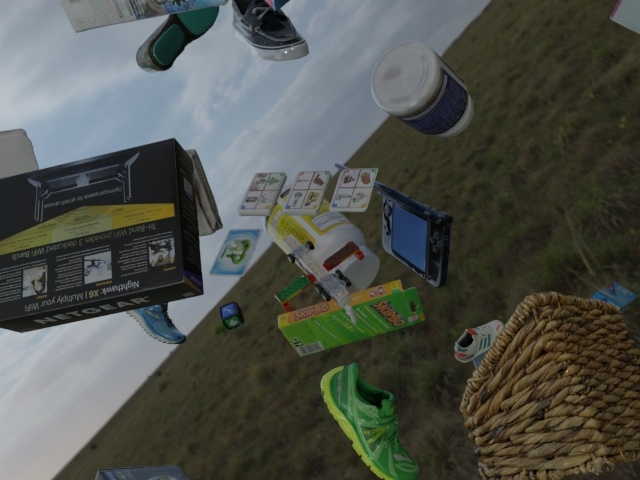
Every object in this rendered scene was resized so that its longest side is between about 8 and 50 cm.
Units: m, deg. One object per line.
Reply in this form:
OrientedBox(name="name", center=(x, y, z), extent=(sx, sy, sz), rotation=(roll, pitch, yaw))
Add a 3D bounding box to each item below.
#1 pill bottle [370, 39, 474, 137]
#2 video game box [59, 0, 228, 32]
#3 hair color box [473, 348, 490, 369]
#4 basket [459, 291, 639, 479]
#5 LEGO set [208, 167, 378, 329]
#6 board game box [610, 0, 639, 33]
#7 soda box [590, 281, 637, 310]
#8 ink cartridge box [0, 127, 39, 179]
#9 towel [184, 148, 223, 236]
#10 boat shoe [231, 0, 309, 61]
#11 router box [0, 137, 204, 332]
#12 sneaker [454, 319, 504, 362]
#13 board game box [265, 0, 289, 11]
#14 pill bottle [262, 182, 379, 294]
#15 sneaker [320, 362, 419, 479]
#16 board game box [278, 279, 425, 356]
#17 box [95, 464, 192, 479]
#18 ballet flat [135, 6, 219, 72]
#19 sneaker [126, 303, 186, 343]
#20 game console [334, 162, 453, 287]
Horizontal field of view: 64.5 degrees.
OrientedBox(name="pill bottle", center=(0.237, -0.320, 1.122), extent=(0.153, 0.153, 0.264), rotation=(-45, -28, 23))
OrientedBox(name="video game box", center=(-0.209, -0.337, 0.518), extent=(0.187, 0.205, 0.048), rotation=(-4, 39, 12))
OrientedBox(name="hair color box", center=(0.570, 0.401, 1.462), extent=(0.185, 0.374, 0.114), rotation=(-21, 54, 15))
OrientedBox(name="basket", center=(0.337, 0.221, 0.752), extent=(0.299, 0.223, 0.213), rotation=(9, -32, -40))
OrientedBox(name="LEGO set", center=(-0.032, 0.010, 0.627), extent=(0.182, 0.060, 0.244), rotation=(0, 48, 21))
OrientedBox(name="board game box", center=(0.883, -0.644, 1.250), extent=(0.303, 0.097, 0.224), rotation=(-17, -40, -33))
OrientedBox(name="soda box", center=(0.796, 0.171, 1.391), extent=(0.210, 0.071, 0.067), rotation=(-6, -51, -48))
OrientedBox(name="ink cartridge box", center=(-0.749, -0.096, 1.189), extent=(0.166, 0.285, 0.395), rotation=(-19, 15, -31))
OrientedBox(name="towel", center=(-0.348, -0.083, 1.091), extent=(0.282, 0.187, 0.049), rotation=(-10, 15, 30))
OrientedBox(name="boat shoe", center=(-0.120, -0.476, 1.112), extent=(0.108, 0.301, 0.102), rotation=(-21, -48, -17))
OrientedBox(name="router box", center=(-0.349, -0.008, 0.792), extent=(0.308, 0.243, 0.081), rotation=(-12, -22, 5))
OrientedBox(name="sneaker", center=(0.420, 0.254, 1.337), extent=(0.161, 0.075, 0.057), rotation=(-32, 41, -9))
OrientedBox(name="board game box", center=(-0.084, -0.661, 0.997), extent=(0.308, 0.302, 0.086), rotation=(-45, -7, -11))
OrientedBox(name="pill bottle", center=(0.000, 0.000, 1.369), extent=(0.188, 0.334, 0.188), rotation=(-25, -42, -25))
OrientedBox(name="sneaker", center=(0.121, 0.390, 1.074), extent=(0.123, 0.295, 0.109), rotation=(-37, 2, 11))
OrientedBox(name="board game box", center=(0.062, 0.148, 0.958), extent=(0.259, 0.124, 0.039), rotation=(-15, 48, 9))
OrientedBox(name="box", center=(-0.263, 0.435, 0.804), extent=(0.180, 0.147, 0.078), rotation=(11, 83, 49))
OrientedBox(name="ballet flat", center=(-0.269, -0.390, 0.942), extent=(0.068, 0.072, 0.213), rotation=(2, 51, 38))
OrientedBox(name="sneaker", center=(-0.345, 0.158, 1.076), extent=(0.073, 0.162, 0.063), rotation=(-51, -9, -5))
OrientedBox(name="game console", center=(0.156, -0.042, 1.186), extent=(0.173, 0.250, 0.293), rotation=(-7, 20, -18))
